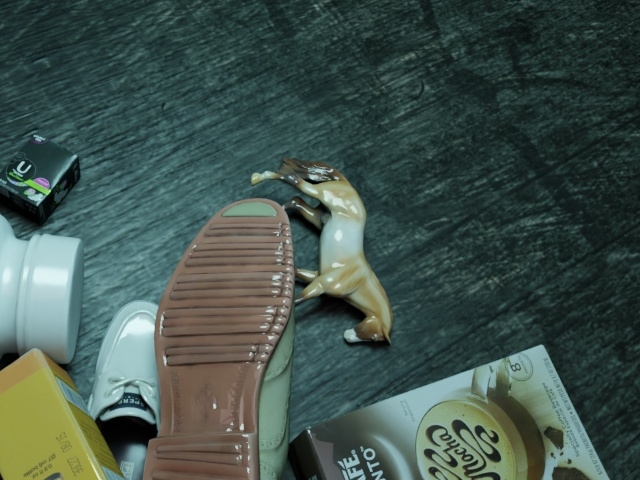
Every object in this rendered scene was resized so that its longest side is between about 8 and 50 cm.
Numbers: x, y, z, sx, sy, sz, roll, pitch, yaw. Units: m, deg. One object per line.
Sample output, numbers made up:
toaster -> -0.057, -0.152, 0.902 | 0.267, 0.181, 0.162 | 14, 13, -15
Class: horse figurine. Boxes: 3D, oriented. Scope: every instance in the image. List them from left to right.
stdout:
horse figurine -> 0.000, 0.000, 0.913 | 0.175, 0.066, 0.263 | 0, 67, -8

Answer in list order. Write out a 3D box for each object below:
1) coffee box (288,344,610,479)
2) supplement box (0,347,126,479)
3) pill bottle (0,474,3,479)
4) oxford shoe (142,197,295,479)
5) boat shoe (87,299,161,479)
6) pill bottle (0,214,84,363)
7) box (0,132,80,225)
coffee box -> 0.133, 0.245, 0.793 | 0.297, 0.119, 0.168 | -15, 70, -21
supplement box -> -0.224, 0.213, 0.647 | 0.078, 0.080, 0.233 | -33, 59, -11
pill bottle -> -0.341, 0.210, 0.671 | 0.086, 0.152, 0.086 | 6, 63, -11
oxford shoe -> -0.094, 0.145, 0.781 | 0.141, 0.146, 0.396 | 2, 63, 15
boat shoe -> -0.199, 0.180, 0.758 | 0.096, 0.088, 0.267 | 11, 62, -8
pill bottle -> -0.406, 0.049, 0.722 | 0.319, 0.176, 0.176 | 4, 63, -12
box -> -0.335, -0.073, 0.871 | 0.062, 0.052, 0.083 | 29, 60, 0
